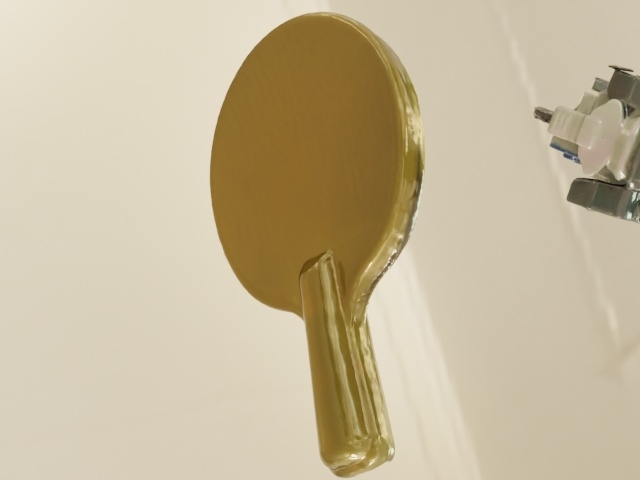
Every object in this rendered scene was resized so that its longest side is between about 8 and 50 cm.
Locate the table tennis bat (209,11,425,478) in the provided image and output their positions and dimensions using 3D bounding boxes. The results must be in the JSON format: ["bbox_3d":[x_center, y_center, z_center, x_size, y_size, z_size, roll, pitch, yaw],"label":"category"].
[{"bbox_3d":[0.000,0.000,1.231,0.198,0.050,0.320,-26,-113,41],"label":"table tennis bat"}]

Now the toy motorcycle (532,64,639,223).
[{"bbox_3d":[0.222,-0.044,1.112,0.150,0.221,0.102,27,-81,32],"label":"toy motorcycle"}]
